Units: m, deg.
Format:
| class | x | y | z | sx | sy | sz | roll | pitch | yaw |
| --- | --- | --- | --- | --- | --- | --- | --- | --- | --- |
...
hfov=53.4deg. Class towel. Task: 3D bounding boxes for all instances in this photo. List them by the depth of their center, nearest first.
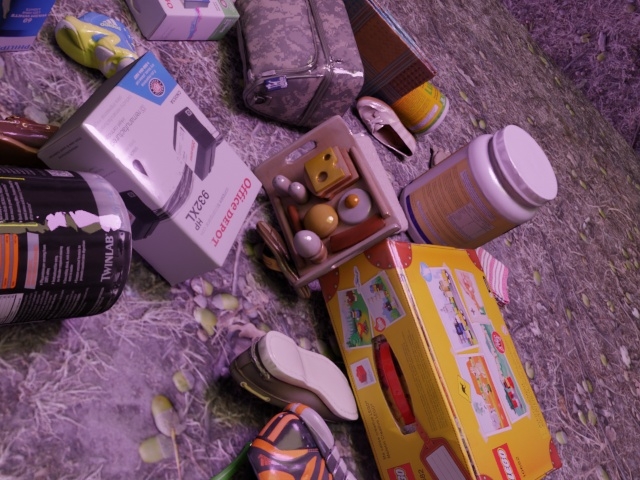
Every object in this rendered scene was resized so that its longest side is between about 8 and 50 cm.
| class | x | y | z | sx | sy | sz | roll | pitch | yaw |
| --- | --- | --- | --- | --- | --- | --- | --- | --- | --- |
| towel | 0.106 | -0.138 | 1.552 | 0.187 | 0.049 | 0.282 | -11 | 73 | -47 |
| towel | 0.092 | -0.502 | 1.613 | 0.370 | 0.271 | 0.040 | 43 | 59 | -16 |
| towel | 0.456 | 0.078 | 1.770 | 0.197 | 0.029 | 0.144 | 36 | 43 | -22 |

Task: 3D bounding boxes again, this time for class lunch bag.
| class | x | y | z | sx | sy | sz | roll | pitch | yaw |
| --- | --- | --- | --- | --- | --- | --- | --- | --- | --- |
| lunch bag | -0.069 | -0.422 | 1.458 | 0.255 | 0.212 | 0.305 | 2 | 61 | -26 |

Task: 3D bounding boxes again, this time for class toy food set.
| class | x | y | z | sx | sy | sz | roll | pitch | yaw |
| --- | --- | --- | --- | --- | --- | --- | --- | --- | --- |
| toy food set | 0.000 | -0.081 | 1.224 | 0.092 | 0.219 | 0.306 | 41 | 22 | -53 |

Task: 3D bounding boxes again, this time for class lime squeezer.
| class | x | y | z | sx | sy | sz | roll | pitch | yaw |
| --- | --- | --- | --- | --- | --- | --- | --- | --- | --- |
| lime squeezer | -0.167 | 0.422 | 0.919 | 0.110 | 0.058 | 0.310 | 66 | 26 | -44 |

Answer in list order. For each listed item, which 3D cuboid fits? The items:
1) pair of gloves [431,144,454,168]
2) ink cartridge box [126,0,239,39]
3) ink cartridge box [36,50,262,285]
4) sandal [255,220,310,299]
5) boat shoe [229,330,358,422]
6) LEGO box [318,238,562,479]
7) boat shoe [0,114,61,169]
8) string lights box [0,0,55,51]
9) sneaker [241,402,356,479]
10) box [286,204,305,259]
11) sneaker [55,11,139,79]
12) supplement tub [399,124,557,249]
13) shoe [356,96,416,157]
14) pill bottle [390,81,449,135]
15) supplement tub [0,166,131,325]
| class | x | y | z | sx | sy | sz | roll | pitch | yaw |
| --- | --- | --- | --- | --- | --- | --- | --- | --- | --- |
| pair of gloves | 0.410 | -0.161 | 1.875 | 0.240 | 0.042 | 0.204 | 31 | 49 | -24 |
| ink cartridge box | -0.303 | -0.517 | 1.365 | 0.212 | 0.093 | 0.154 | -21 | 81 | -48 |
| ink cartridge box | -0.263 | -0.115 | 1.056 | 0.307 | 0.129 | 0.223 | 50 | 39 | -28 |
| sandal | -0.082 | 0.043 | 1.242 | 0.180 | 0.049 | 0.072 | 59 | 13 | 3 |
| boat shoe | -0.036 | 0.253 | 1.110 | 0.305 | 0.091 | 0.109 | 42 | 24 | -44 |
| LEGO box | 0.243 | 0.267 | 1.277 | 0.372 | 0.193 | 0.501 | 6 | 60 | -51 |
| boat shoe | -0.462 | -0.155 | 0.983 | 0.207 | 0.073 | 0.073 | 12 | 60 | -49 |
| string lights box | -0.478 | -0.431 | 1.002 | 0.076 | 0.259 | 0.133 | -26 | 83 | -50 |
| sneaker | -0.021 | 0.434 | 1.000 | 0.180 | 0.124 | 0.321 | -37 | 97 | -40 |
| box | 0.000 | 0.000 | 1.335 | 0.137 | 0.072 | 0.126 | 18 | 53 | -37 |
| sneaker | -0.363 | -0.343 | 1.189 | 0.240 | 0.091 | 0.126 | 40 | 42 | -17 |
| supplement tub | 0.390 | -0.115 | 1.597 | 0.241 | 0.331 | 0.241 | 24 | 50 | -32 |
| shoe | 0.180 | -0.303 | 1.713 | 0.219 | 0.076 | 0.058 | 38 | 40 | -24 |
| pill bottle | 0.232 | -0.415 | 1.791 | 0.245 | 0.136 | 0.136 | 31 | 46 | -26 |
| supplement tub | -0.432 | 0.008 | 0.797 | 0.338 | 0.207 | 0.207 | -1 | 65 | -45 |
